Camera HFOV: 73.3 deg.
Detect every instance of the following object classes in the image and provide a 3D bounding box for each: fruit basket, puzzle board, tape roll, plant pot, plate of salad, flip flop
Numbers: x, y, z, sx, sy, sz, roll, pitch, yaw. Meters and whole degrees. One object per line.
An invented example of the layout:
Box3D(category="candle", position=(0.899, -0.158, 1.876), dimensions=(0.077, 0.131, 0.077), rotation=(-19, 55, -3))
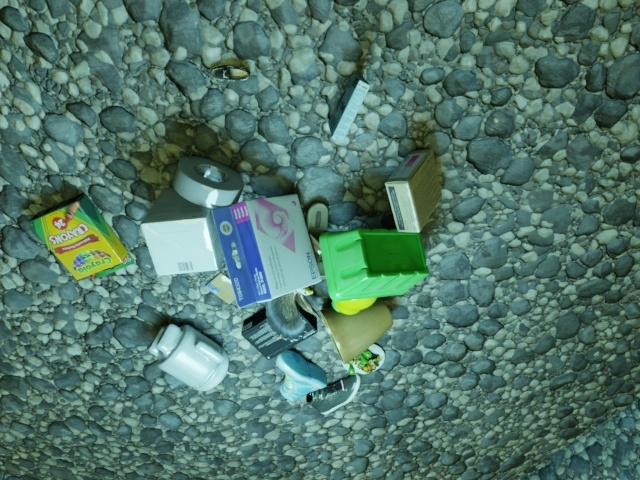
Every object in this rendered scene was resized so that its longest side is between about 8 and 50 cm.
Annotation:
Box3D(category="fruit basket", position=(0.154, 0.109, 1.551), dimensions=(0.392, 0.392, 0.282), rotation=(-10, 76, 2))
Box3D(category="puzzle board", position=(-0.384, 0.194, 1.737), dimensions=(0.096, 0.011, 0.128), rotation=(-39, 115, 19))
Box3D(category="tape roll", position=(-0.361, -0.189, 1.394), dimensions=(0.219, 0.219, 0.072), rotation=(20, 116, -15))
Box3D(category="plant pot", position=(0.160, 0.344, 1.757), dimensions=(0.254, 0.237, 0.237), rotation=(-23, 120, -6))
Box3D(category="plate of salad", position=(0.197, 0.547, 1.963), dimensions=(0.200, 0.048, 0.199), rotation=(-2, 120, -3))
Box3D(category="flip flop", position=(0.000, 0.000, 1.557), dimensions=(0.112, 0.080, 0.277), rotation=(-1, 97, -35))

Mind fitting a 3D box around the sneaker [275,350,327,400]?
Box3D(category="sneaker", position=(-0.135, 0.618, 1.915), dimensions=(0.208, 0.127, 0.319), rotation=(-36, 127, 16))

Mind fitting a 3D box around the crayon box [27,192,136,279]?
Box3D(category="crayon box", position=(-0.850, 0.011, 1.556), dimensions=(0.202, 0.081, 0.318), rotation=(-21, 120, 8))

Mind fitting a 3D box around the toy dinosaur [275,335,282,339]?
Box3D(category="toy dinosaur", position=(-0.129, 0.341, 1.692), dimensions=(0.093, 0.053, 0.183), rotation=(40, 137, -20))

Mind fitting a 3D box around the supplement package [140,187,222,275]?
Box3D(category="supplement package", position=(-0.442, -0.043, 1.448), dimensions=(0.199, 0.262, 0.198), rotation=(-5, 121, -1))

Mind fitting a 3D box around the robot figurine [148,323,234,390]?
Box3D(category="robot figurine", position=(-0.528, 0.490, 1.789), dimensions=(0.300, 0.199, 0.353), rotation=(-23, 123, 41))

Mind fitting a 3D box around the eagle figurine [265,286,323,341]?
Box3D(category="eagle figurine", position=(-0.100, 0.199, 1.617), dimensions=(0.226, 0.225, 0.298), rotation=(-4, 104, -10))

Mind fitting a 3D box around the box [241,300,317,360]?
Box3D(category="box", position=(-0.169, 0.359, 1.795), dimensions=(0.261, 0.103, 0.184), rotation=(-32, 113, 14))

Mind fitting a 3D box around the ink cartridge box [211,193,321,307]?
Box3D(category="ink cartridge box", position=(-0.163, 0.022, 1.409), dimensions=(0.071, 0.330, 0.324), rotation=(-16, 90, 42))

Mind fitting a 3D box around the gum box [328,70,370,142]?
Box3D(category="gum box", position=(0.084, -0.415, 1.330), dimensions=(0.041, 0.157, 0.184), rotation=(21, 117, -15))

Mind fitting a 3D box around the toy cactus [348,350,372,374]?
Box3D(category="toy cactus", position=(0.155, 0.476, 1.870), dimensions=(0.181, 0.219, 0.112), rotation=(2, 151, 42))

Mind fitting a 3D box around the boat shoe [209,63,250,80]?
Box3D(category="boat shoe", position=(-0.277, -0.511, 1.317), dimensions=(0.125, 0.038, 0.046), rotation=(3, 120, -6))

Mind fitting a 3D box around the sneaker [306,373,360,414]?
Box3D(category="sneaker", position=(0.049, 0.706, 2.010), dimensions=(0.147, 0.104, 0.296), rotation=(32, 117, -26))

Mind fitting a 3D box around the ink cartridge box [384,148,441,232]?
Box3D(category="ink cartridge box", position=(0.319, -0.169, 1.447), dimensions=(0.088, 0.234, 0.193), rotation=(3, 126, 37))
